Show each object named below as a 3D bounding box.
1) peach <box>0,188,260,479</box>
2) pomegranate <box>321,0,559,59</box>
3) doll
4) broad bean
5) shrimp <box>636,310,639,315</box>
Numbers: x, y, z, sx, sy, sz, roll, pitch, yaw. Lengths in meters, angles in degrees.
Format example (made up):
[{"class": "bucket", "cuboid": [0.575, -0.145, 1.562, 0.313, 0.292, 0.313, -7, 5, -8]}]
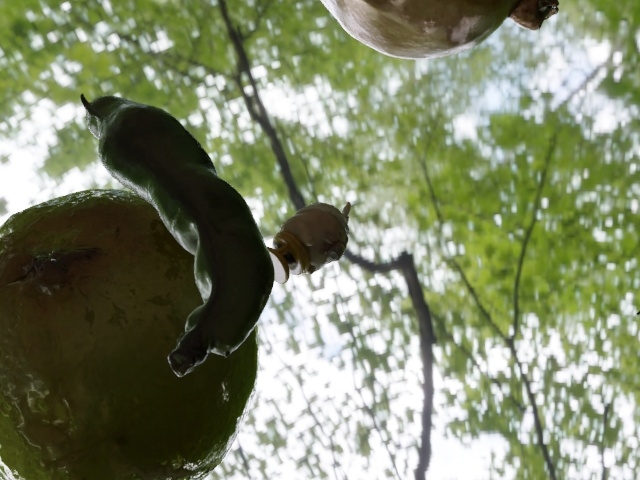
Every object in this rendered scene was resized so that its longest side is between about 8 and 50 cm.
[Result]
[{"class": "peach", "cuboid": [-0.197, 0.104, 1.166, 0.281, 0.315, 0.314, -18, -149, -5]}, {"class": "pomegranate", "cuboid": [0.123, -0.298, 1.224, 0.270, 0.229, 0.252, 42, -102, -10]}, {"class": "doll", "cuboid": [0.000, 0.000, 1.342, 0.127, 0.073, 0.084, -34, -144, -30]}, {"class": "broad bean", "cuboid": [-0.069, -0.019, 0.601, 0.061, 0.046, 0.195, -16, -130, -11]}, {"class": "shrimp", "cuboid": [0.447, -0.008, 1.252, 0.343, 0.145, 0.116, -34, -153, -32]}]
